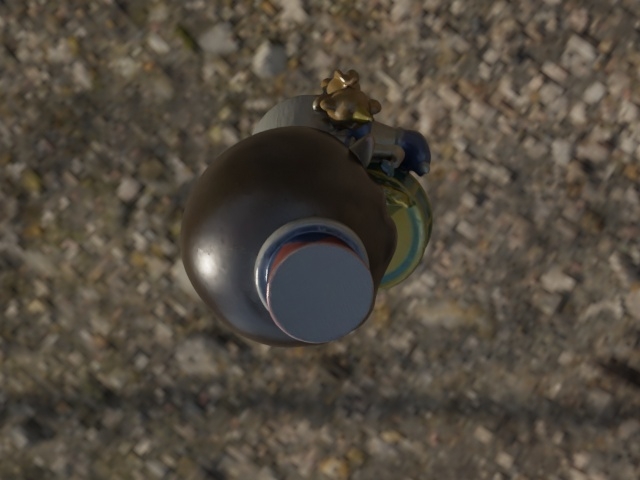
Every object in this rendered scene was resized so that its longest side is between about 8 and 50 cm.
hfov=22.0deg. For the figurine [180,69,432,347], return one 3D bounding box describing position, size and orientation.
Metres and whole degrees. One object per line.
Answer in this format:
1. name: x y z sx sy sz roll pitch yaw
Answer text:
1. figurine: -0.006 -0.007 1.115 0.161 0.275 0.158 -38 96 25
